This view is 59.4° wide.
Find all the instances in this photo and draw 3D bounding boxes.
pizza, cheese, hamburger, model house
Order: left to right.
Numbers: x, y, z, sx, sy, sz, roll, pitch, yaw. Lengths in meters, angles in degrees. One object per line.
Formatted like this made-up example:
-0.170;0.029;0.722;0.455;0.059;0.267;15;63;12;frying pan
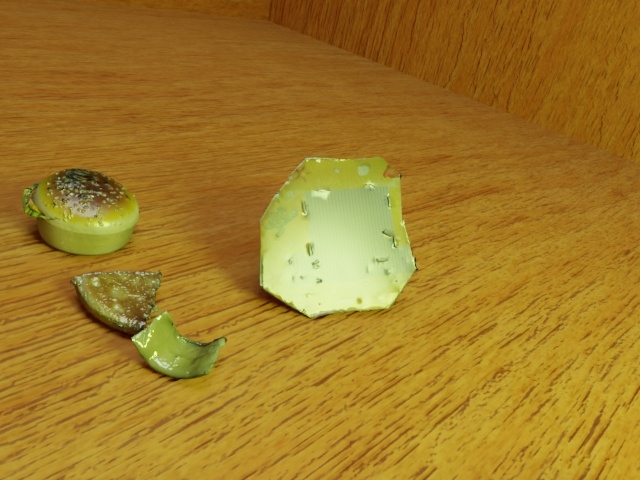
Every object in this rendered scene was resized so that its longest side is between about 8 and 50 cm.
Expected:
-0.306;-0.043;0.723;0.141;0.081;0.126;24;28;15;hamburger
-0.214;0.073;0.615;0.100;0.029;0.099;-5;41;-29;pizza
-0.144;0.107;0.564;0.084;0.041;0.060;29;34;-6;cheese
0.000;0.000;0.775;0.219;0.207;0.136;-8;-3;-20;model house
